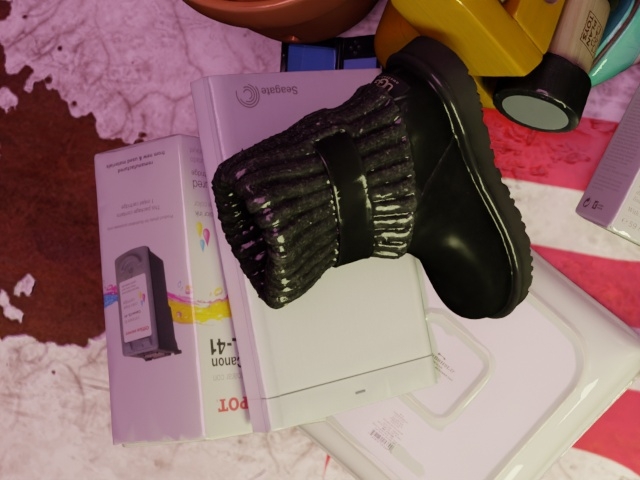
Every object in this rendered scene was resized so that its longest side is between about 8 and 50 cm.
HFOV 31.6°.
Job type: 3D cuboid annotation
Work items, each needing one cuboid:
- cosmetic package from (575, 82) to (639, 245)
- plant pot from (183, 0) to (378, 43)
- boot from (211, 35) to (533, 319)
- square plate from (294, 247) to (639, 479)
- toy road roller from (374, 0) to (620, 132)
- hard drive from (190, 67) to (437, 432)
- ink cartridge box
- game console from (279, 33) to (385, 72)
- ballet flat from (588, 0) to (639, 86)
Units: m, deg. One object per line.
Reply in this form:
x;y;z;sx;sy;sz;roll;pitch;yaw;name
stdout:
0.382;-0.102;1.201;0.117;0.085;0.231;23;97;-20;cosmetic package
-0.037;-0.342;1.214;0.290;0.203;0.291;-3;77;13;plant pot
0.053;0.001;1.100;0.260;0.131;0.348;-39;126;-20;boot
0.135;0.143;1.283;0.347;0.049;0.344;41;96;8;square plate
0.144;-0.259;1.152;0.240;0.329;0.203;9;71;39;toy road roller
0.000;0.000;1.181;0.047;0.233;0.353;-13;87;51;hard drive
-0.113;0.055;1.211;0.131;0.226;0.306;-11;81;33;ink cartridge box
0.014;-0.175;1.288;0.107;0.071;0.122;5;92;45;game console
0.359;-0.257;1.229;0.087;0.083;0.247;26;97;-9;ballet flat
